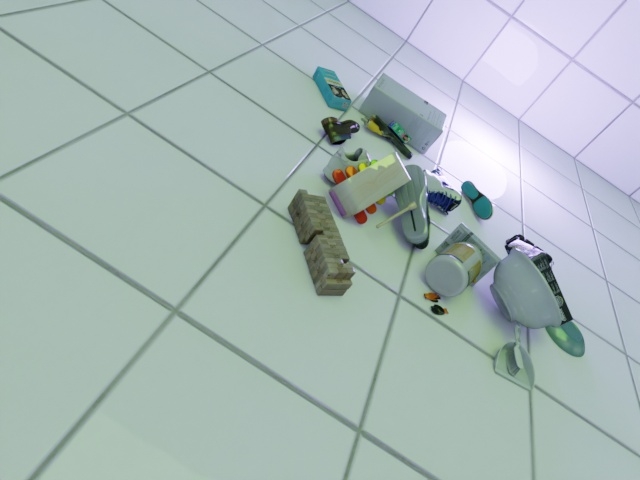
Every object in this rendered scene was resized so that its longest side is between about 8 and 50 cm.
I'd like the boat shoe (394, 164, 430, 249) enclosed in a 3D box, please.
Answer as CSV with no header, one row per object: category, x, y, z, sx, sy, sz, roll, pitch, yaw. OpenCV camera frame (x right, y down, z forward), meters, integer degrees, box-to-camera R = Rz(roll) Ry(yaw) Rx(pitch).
boat shoe,0.336,-0.120,1.752,0.119,0.121,0.335,58,31,-56

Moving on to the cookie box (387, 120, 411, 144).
cookie box,0.362,-0.496,2.195,0.107,0.040,0.092,44,11,-14

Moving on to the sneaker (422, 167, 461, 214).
sneaker,0.472,-0.191,1.935,0.182,0.127,0.315,46,38,17

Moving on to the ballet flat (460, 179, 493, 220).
ballet flat,0.713,-0.174,2.145,0.086,0.086,0.248,10,44,-29

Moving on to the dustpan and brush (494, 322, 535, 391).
dustpan and brush,0.625,0.354,1.533,0.147,0.060,0.211,29,38,-8

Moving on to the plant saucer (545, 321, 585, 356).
plant saucer,0.923,0.341,1.791,0.195,0.037,0.195,20,41,-19

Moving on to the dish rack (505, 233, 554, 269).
dish rack,0.864,0.098,1.977,0.208,0.074,0.271,34,40,0

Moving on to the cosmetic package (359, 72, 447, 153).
cosmetic package,0.397,-0.611,2.296,0.385,0.156,0.217,32,40,-6

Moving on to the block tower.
block tower,0.000,0.000,1.412,0.097,0.091,0.335,6,47,-34

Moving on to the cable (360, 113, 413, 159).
cable,0.302,-0.472,2.184,0.287,0.072,0.139,45,20,-7

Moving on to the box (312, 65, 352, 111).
box,0.051,-0.699,2.205,0.100,0.060,0.244,5,47,-33

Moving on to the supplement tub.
supplement tub,0.455,0.091,1.614,0.144,0.144,0.199,47,39,14

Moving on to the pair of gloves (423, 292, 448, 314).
pair of gloves,0.371,0.203,1.542,0.074,0.010,0.083,7,49,-33

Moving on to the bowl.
bowl,0.676,0.186,1.642,0.298,0.134,0.298,63,5,-10

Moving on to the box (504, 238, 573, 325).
box,0.767,0.143,1.697,0.270,0.060,0.216,62,6,-12

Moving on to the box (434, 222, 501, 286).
box,0.522,0.051,1.705,0.186,0.145,0.038,47,40,15

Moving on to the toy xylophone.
toy xylophone,0.193,-0.171,1.644,0.322,0.081,0.236,-23,91,-25

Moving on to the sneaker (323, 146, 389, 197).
sneaker,0.168,-0.245,1.740,0.305,0.152,0.114,14,32,-27

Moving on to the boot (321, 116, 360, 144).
boot,0.094,-0.438,1.974,0.219,0.082,0.106,-5,75,-45
